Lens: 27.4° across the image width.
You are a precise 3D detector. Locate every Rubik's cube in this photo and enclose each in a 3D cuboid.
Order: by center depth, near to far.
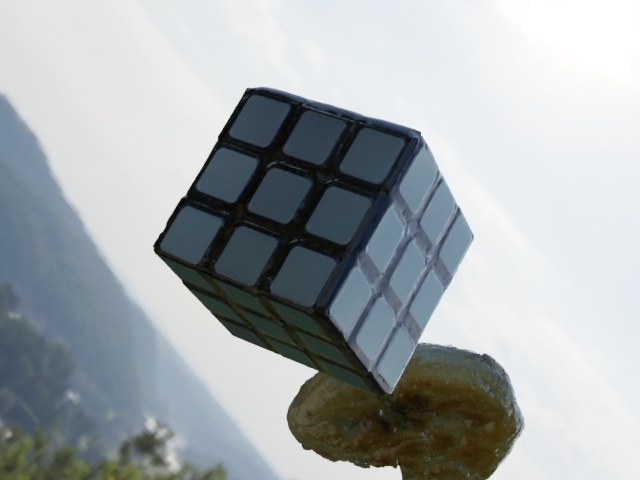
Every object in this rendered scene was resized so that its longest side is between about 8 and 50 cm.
[{"bbox_3d":[0.000,0.000,1.006,0.161,0.163,0.162,20,-17,31],"label":"Rubik's cube"}]

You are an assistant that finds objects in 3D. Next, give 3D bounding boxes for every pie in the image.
[{"bbox_3d":[0.121,0.249,1.837,0.075,0.338,0.337,-87,156,-43],"label":"pie"}]
